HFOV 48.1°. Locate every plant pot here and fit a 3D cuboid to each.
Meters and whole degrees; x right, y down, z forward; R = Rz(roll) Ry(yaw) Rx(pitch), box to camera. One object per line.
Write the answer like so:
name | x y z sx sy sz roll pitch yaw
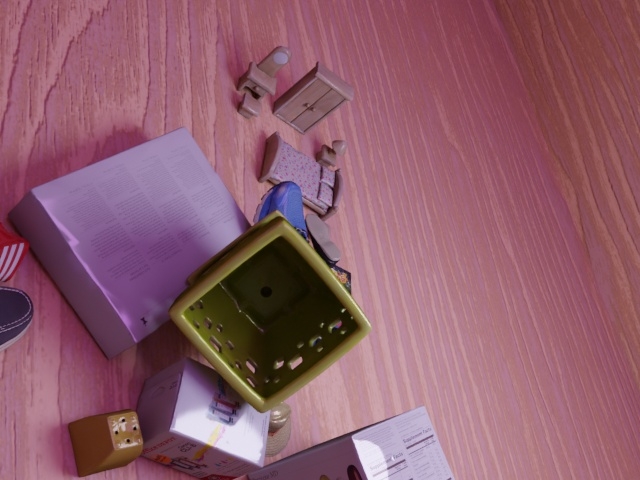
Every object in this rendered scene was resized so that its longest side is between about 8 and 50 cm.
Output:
plant pot | -0.082 0.096 1.151 0.227 0.228 0.207 51 3 -15
plant pot | -0.304 0.287 1.045 0.082 0.083 0.081 0 65 -47

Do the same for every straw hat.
straw hat | -0.088 0.312 1.281 0.144 0.061 0.144 27 46 -32

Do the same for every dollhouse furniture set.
dollhouse furniture set | -0.042 -0.224 1.617 0.303 0.174 0.355 31 44 -29

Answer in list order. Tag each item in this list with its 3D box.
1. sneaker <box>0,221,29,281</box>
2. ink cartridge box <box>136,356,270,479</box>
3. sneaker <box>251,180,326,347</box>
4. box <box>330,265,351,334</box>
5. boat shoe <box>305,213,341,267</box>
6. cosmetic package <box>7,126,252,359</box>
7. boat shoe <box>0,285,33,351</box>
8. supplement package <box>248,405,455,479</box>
sneaker | -0.515 -0.026 1.063 0.128 0.087 0.221 27 37 -64
ink cartridge box | -0.188 0.287 1.134 0.176 0.128 0.127 32 44 -28
sneaker | -0.033 0.049 1.346 0.130 0.147 0.329 1 81 -57
box | -0.032 0.098 1.506 0.233 0.044 0.159 28 46 -32
boat shoe | -0.002 0.000 1.553 0.049 0.042 0.133 -11 59 -36
cosmetic package | -0.296 -0.013 1.252 0.284 0.097 0.377 55 38 -2
boat shoe | -0.492 0.101 0.939 0.102 0.092 0.285 55 28 18
supplement package | 0.049 0.401 1.203 0.204 0.262 0.145 -5 68 -49
